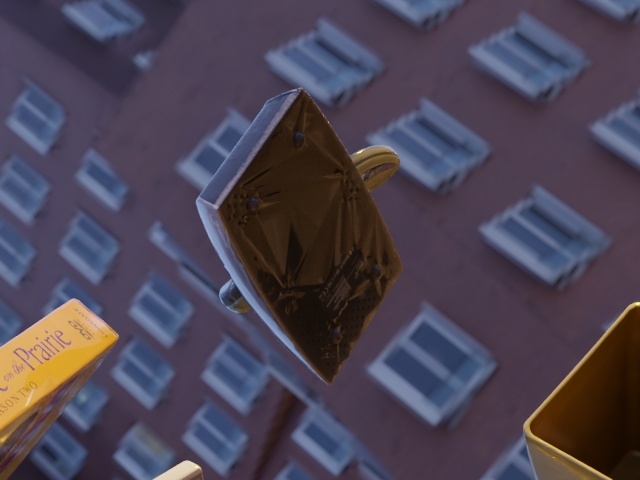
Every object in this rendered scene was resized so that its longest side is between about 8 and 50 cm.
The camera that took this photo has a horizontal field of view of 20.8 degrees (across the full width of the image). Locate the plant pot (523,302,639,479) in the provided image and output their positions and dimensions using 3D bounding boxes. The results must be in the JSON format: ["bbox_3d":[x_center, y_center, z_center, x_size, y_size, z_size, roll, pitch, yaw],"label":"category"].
[{"bbox_3d":[0.340,0.229,1.729,0.212,0.212,0.187,-42,-33,-32],"label":"plant pot"}]

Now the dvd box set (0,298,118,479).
[{"bbox_3d":[-0.344,0.225,1.375,0.307,0.062,0.420,-50,-4,23],"label":"dvd box set"}]

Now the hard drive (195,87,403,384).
[{"bbox_3d":[-0.019,-0.002,1.639,0.172,0.054,0.254,-57,-44,-27],"label":"hard drive"}]

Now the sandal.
[{"bbox_3d":[-0.001,0.001,1.867,0.303,0.086,0.120,-47,0,-43],"label":"sandal"}]

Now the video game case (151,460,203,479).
[{"bbox_3d":[-0.161,0.297,1.383,0.201,0.023,0.183,-28,-57,-37],"label":"video game case"}]
